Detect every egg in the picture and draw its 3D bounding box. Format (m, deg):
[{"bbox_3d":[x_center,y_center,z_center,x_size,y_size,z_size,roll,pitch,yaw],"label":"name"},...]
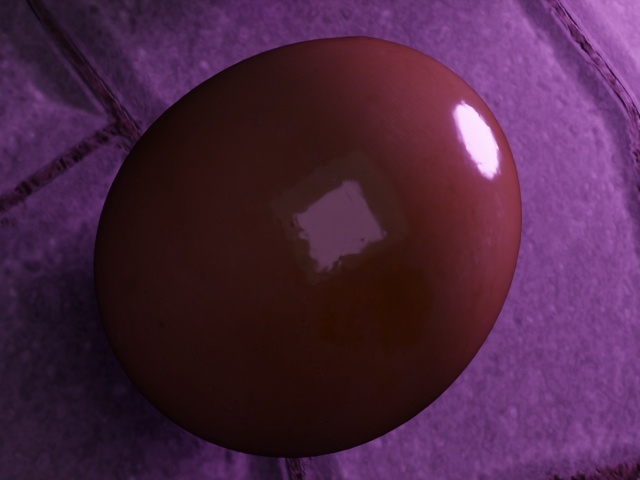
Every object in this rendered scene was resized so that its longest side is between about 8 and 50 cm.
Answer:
[{"bbox_3d":[0.000,0.000,1.072,0.374,0.301,0.301,-34,90,-35],"label":"egg"}]
